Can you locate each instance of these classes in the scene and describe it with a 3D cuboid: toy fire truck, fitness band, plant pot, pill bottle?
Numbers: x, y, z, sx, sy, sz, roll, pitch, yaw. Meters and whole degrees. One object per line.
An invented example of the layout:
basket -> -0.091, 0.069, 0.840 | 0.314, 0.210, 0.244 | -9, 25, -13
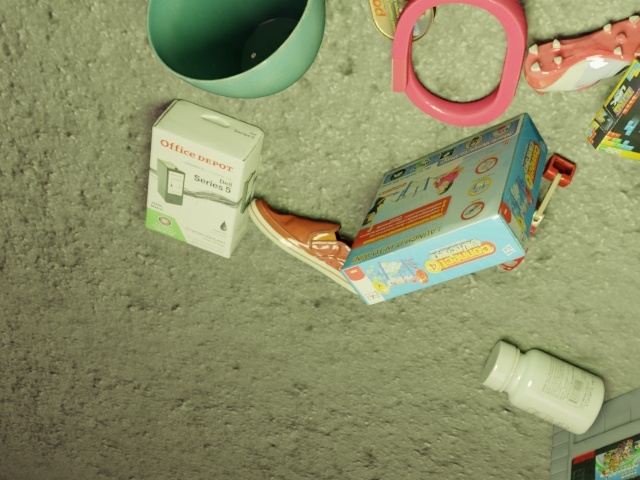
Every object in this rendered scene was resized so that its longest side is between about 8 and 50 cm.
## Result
toy fire truck -> 0.377, -0.046, 1.461 | 0.047, 0.192, 0.135 | 28, 162, 0
fitness band -> 0.222, -0.298, 1.330 | 0.209, 0.054, 0.291 | 10, 146, 9
plant pot -> -0.110, -0.349, 1.350 | 0.290, 0.290, 0.195 | 1, 164, 23
pill bottle -> 0.463, 0.303, 1.727 | 0.229, 0.131, 0.131 | 24, 134, 2

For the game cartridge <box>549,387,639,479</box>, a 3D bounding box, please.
game cartridge -> 0.620, 0.418, 1.689 | 0.068, 0.230, 0.355 | 41, 132, -12

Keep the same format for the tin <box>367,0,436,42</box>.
tin -> 0.126, -0.412, 1.327 | 0.106, 0.040, 0.189 | -3, 128, 20

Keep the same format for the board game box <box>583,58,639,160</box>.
board game box -> 0.516, -0.190, 1.260 | 0.170, 0.048, 0.141 | 8, 130, -23

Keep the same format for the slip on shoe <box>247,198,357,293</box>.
slip on shoe -> 0.000, 0.000, 1.698 | 0.331, 0.123, 0.101 | 31, 102, 3

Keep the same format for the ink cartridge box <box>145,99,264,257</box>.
ink cartridge box -> -0.241, -0.123, 1.678 | 0.198, 0.115, 0.273 | 21, 134, 6

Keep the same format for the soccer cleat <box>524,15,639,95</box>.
soccer cleat -> 0.444, -0.283, 1.282 | 0.248, 0.083, 0.095 | -8, 155, 23

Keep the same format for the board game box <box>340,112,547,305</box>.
board game box -> 0.217, -0.054, 1.409 | 0.308, 0.302, 0.086 | -21, 118, 36
